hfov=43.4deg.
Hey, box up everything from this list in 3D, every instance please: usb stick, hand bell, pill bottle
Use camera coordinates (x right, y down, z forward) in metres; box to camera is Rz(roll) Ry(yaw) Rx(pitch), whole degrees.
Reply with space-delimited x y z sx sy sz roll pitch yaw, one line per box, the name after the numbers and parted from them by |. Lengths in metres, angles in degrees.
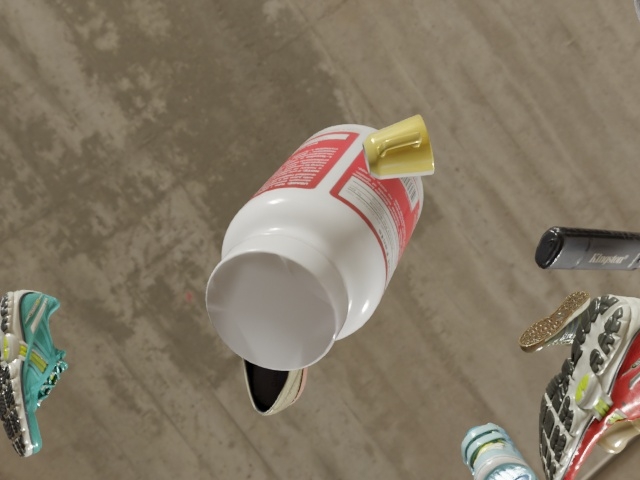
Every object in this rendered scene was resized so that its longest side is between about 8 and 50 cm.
0.463 0.016 1.344 0.045 0.278 0.077 46 -57 44 | usb stick
0.647 0.325 1.540 0.126 0.126 0.242 53 -42 -4 | hand bell
0.000 0.000 1.147 0.229 0.229 0.408 55 30 -12 | pill bottle

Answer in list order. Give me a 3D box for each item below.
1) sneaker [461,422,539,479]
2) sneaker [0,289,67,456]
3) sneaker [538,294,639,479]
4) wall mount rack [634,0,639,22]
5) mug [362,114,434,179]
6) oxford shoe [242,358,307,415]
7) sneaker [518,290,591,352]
0.339 0.443 1.618 0.208 0.127 0.319 55 3 41 | sneaker
-0.470 0.213 1.320 0.107 0.110 0.275 -31 -120 51 | sneaker
0.340 0.192 0.940 0.107 0.118 0.279 -84 -172 -56 | sneaker
0.527 -0.203 0.982 0.304 0.130 0.350 81 -12 -50 | wall mount rack
0.076 -0.095 0.814 0.078 0.064 0.062 76 1 -54 | mug
-0.080 0.128 1.486 0.146 0.140 0.397 -22 109 -81 | oxford shoe
0.497 0.191 1.657 0.064 0.192 0.086 22 -37 59 | sneaker
